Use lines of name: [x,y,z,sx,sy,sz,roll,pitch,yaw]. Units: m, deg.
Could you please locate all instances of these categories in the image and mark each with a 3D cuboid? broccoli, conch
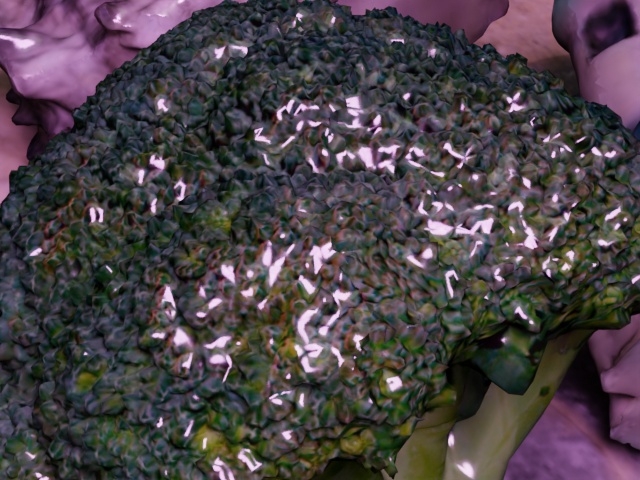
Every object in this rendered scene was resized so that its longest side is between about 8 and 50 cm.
broccoli: [0.000,0.060,0.497,0.298,0.298,0.297,-20,100,-34]
conch: [-0.032,-0.135,0.644,0.313,0.241,0.186,-17,93,-18]

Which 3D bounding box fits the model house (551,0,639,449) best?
model house: [0.267,-0.046,0.680,0.298,0.243,0.284,16,40,-22]
